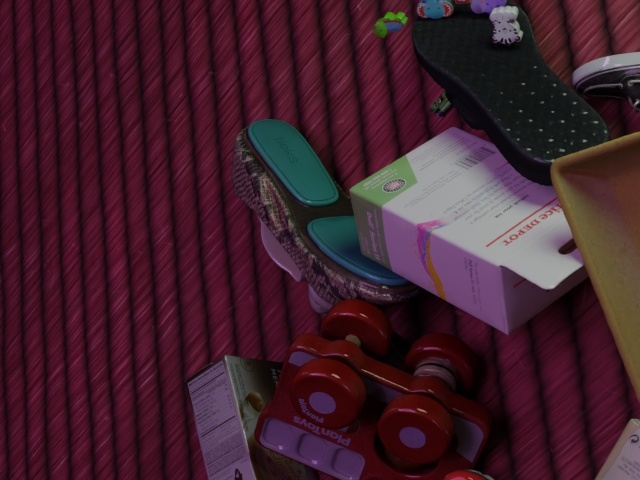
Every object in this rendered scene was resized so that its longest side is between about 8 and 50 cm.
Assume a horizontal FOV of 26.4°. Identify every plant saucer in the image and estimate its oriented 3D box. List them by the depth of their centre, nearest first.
[{"bbox_3d":[0.470,0.008,1.547,0.333,0.081,0.332,-19,96,38],"label":"plant saucer"}]

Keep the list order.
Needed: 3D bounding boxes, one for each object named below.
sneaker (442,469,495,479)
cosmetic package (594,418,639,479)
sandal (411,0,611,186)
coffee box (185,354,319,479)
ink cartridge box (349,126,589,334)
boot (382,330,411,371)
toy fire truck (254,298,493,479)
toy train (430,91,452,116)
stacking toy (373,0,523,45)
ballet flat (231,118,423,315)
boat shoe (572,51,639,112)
[{"bbox_3d":[0.209,0.420,1.741,0.107,0.118,0.279,-24,64,21],"label":"sneaker"},{"bbox_3d":[0.364,0.374,1.609,0.113,0.160,0.309,37,102,40],"label":"cosmetic package"},{"bbox_3d":[0.243,-0.198,1.859,0.445,0.168,0.107,-114,13,-47],"label":"sandal"},{"bbox_3d":[-0.099,0.309,2.071,0.098,0.141,0.246,-35,58,32],"label":"coffee box"},{"bbox_3d":[0.233,-0.007,1.783,0.353,0.207,0.119,30,141,43],"label":"ink cartridge box"},{"bbox_3d":[0.047,0.215,2.004,0.190,0.076,0.208,41,116,25],"label":"boot"},{"bbox_3d":[0.073,0.246,1.880,0.302,0.169,0.254,22,130,5],"label":"toy fire truck"},{"bbox_3d":[0.194,-0.215,2.009,0.083,0.017,0.023,-47,63,24],"label":"toy train"},{"bbox_3d":[0.197,-0.334,1.910,0.221,0.052,0.167,1,38,23],"label":"stacking toy"},{"bbox_3d":[0.000,0.000,2.066,0.483,0.164,0.182,49,135,43],"label":"ballet flat"},{"bbox_3d":[0.422,-0.201,1.756,0.219,0.078,0.070,-4,76,40],"label":"boat shoe"}]
